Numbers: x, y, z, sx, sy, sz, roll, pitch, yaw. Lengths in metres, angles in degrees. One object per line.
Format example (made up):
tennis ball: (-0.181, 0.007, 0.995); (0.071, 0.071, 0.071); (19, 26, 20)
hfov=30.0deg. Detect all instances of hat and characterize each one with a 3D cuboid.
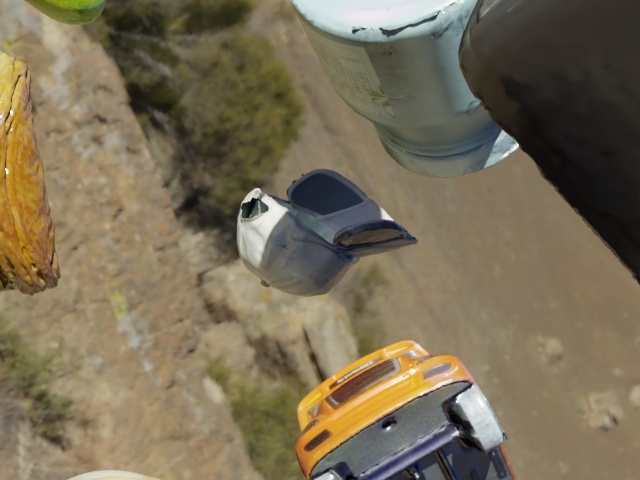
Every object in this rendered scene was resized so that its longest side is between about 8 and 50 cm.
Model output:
hat: (0.008, -0.003, 1.800); (0.232, 0.275, 0.161); (-132, -139, -53)

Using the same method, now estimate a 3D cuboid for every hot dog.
hot dog: (-0.365, -0.072, 1.305); (0.122, 0.196, 0.272); (-14, 104, -35)

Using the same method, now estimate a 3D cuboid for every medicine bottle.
medicine bottle: (0.120, -0.225, 1.306); (0.290, 0.245, 0.245); (58, 21, -52)

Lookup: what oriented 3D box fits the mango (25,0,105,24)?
mango: (-0.441, -0.457, 1.834); (0.273, 0.149, 0.185); (57, 26, 8)

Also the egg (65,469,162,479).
egg: (-0.204, 0.327, 1.125); (0.201, 0.201, 0.244); (57, 7, -25)

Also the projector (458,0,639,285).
projector: (0.366, -0.135, 0.804); (0.395, 0.405, 0.242); (44, 43, -17)

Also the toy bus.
toy bus: (0.078, 0.195, 0.945); (0.153, 0.143, 0.329); (58, -3, 46)
